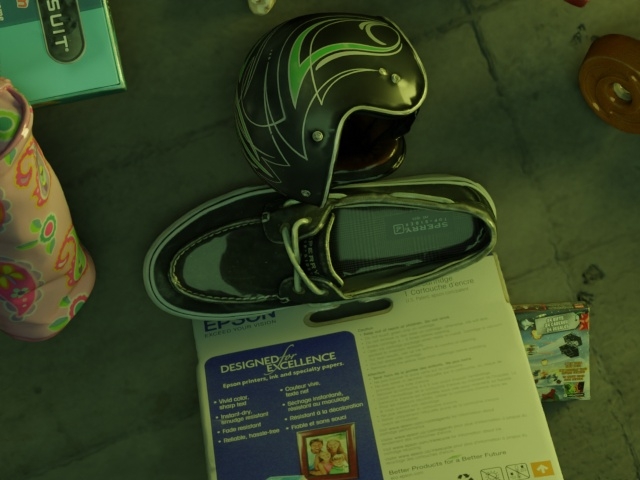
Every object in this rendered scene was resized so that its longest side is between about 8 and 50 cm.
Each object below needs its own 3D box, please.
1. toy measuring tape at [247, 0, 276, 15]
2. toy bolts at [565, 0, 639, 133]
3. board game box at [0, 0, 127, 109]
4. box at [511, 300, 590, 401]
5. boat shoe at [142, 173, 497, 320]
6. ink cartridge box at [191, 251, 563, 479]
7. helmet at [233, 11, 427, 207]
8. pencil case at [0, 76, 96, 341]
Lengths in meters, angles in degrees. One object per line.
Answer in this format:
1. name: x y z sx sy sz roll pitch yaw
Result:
1. toy measuring tape: 0.038 -0.337 1.709 0.121 0.121 0.330 19 111 -7
2. toy bolts: 0.309 -0.232 1.746 0.228 0.218 0.158 47 61 -3
3. board game box: -0.359 -0.222 1.696 0.336 0.079 0.253 -11 92 -4
4. box: 0.189 0.109 1.861 0.137 0.027 0.094 -2 105 -2
5. boat shoe: 0.000 0.000 1.775 0.335 0.119 0.121 -14 98 -2
6. ink cartridge box: 0.046 0.159 1.752 0.304 0.307 0.072 -11 129 1
7. helmet: 0.001 -0.118 1.725 0.161 0.169 0.169 -19 105 -18
8. pencil case: -0.277 -0.027 1.686 0.124 0.124 0.284 -13 147 1
